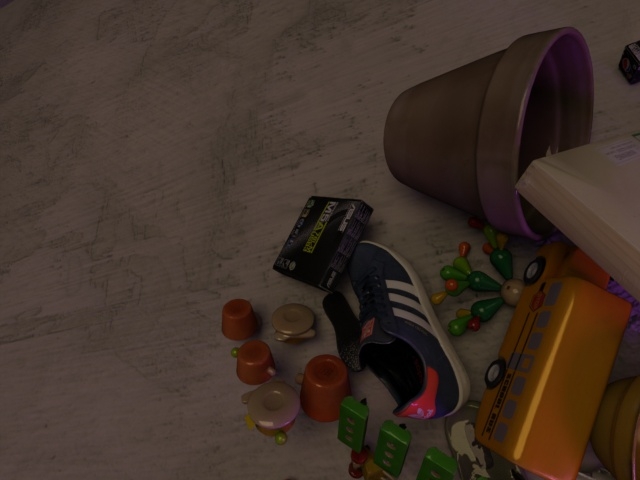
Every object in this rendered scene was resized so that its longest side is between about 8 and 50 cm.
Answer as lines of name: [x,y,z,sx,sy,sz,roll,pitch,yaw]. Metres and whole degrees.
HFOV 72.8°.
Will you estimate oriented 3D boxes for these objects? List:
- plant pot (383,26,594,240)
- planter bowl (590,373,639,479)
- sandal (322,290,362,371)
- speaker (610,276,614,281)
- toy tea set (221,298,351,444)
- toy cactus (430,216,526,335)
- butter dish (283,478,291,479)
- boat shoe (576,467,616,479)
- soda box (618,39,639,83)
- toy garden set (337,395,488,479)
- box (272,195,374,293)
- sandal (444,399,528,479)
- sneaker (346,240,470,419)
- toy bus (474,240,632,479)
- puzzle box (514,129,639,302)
plant pot: [0.279,-0.179,0.771,0.281,0.323,0.323,13,74,44]
planter bowl: [0.436,0.260,0.590,0.090,0.217,0.217,-2,63,62]
sandal: [0.056,0.176,0.850,0.067,0.040,0.179,-28,46,4]
speaker: [0.533,0.027,0.693,0.136,0.055,0.055,-14,64,18]
toy tea set: [-0.076,0.238,0.838,0.200,0.124,0.336,-14,37,-20]
toy cactus: [0.302,0.071,0.757,0.181,0.112,0.218,19,68,18]
butter dish: [-0.068,0.511,0.711,0.160,0.118,0.159,35,85,31]
boat shoe: [0.404,0.359,0.608,0.184,0.066,0.063,27,67,32]
soda box: [0.655,-0.356,0.797,0.169,0.060,0.053,-18,64,15]
toy garden set: [0.141,0.351,0.665,0.244,0.203,0.049,24,44,26]
box: [0.000,0.000,0.898,0.184,0.045,0.190,13,73,56]
sandal: [0.271,0.388,0.635,0.120,0.086,0.302,-32,60,8]
sneaker: [0.109,0.136,0.747,0.131,0.148,0.350,-59,45,35]
toy bus: [0.343,0.163,0.638,0.108,0.130,0.332,27,78,-1]
puzzle box: [0.501,-0.044,0.599,0.409,0.052,0.272,-17,55,-28]
